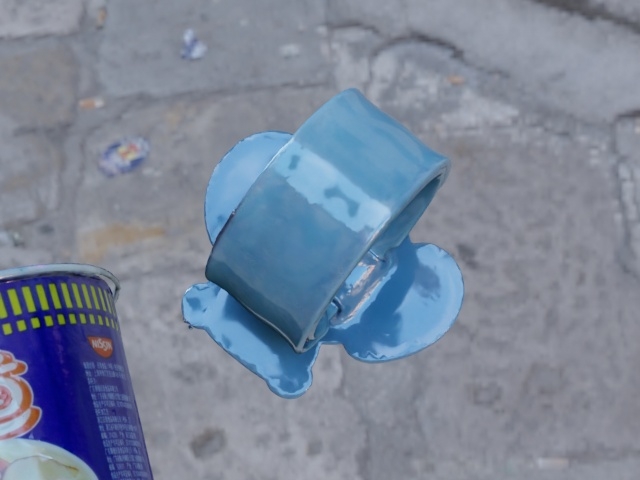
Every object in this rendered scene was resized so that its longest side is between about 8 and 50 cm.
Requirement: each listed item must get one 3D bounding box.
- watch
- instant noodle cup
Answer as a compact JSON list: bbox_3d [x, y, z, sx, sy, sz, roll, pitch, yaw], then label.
[{"bbox_3d":[0.000,0.000,1.007,0.210,0.193,0.211,1,72,-3],"label":"watch"},{"bbox_3d":[-0.249,0.215,1.196,0.284,0.284,0.312,-19,73,-12],"label":"instant noodle cup"}]
